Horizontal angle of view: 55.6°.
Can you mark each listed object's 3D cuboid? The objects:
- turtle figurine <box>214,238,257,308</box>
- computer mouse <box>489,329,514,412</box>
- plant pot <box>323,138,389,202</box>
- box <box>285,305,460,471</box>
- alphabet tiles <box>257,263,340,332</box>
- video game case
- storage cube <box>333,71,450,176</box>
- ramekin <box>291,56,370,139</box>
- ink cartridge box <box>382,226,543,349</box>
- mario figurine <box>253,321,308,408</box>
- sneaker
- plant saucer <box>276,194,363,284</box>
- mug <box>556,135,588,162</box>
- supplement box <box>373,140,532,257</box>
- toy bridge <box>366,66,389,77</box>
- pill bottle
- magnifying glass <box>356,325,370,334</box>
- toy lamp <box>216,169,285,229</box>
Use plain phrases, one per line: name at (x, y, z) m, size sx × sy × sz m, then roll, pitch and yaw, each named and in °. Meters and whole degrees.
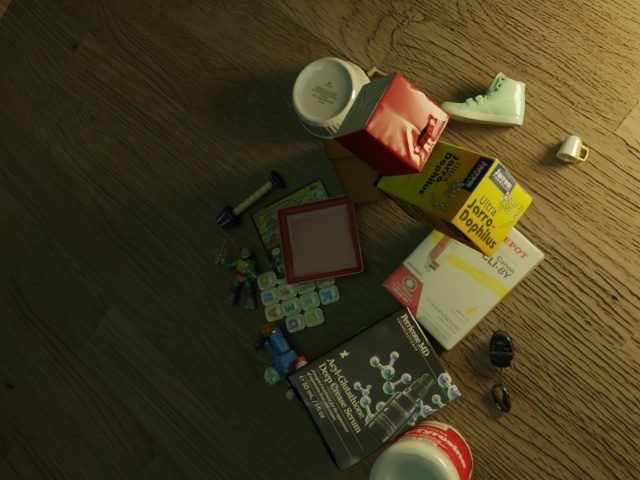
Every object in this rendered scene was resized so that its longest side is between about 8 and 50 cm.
turtle figurine at (-0.269, 0.111, 2.077) m, size 0.175 × 0.118 × 0.234 m, roll 12°, pitch 106°, yaw 36°
computer mouse at (0.538, 0.384, 1.788) m, size 0.071 × 0.041 × 0.242 m, roll 0°, pitch 92°, yaw 30°
plant pot at (0.166, -0.232, 1.865) m, size 0.291 × 0.291 × 0.203 m, roll -6°, pitch 99°, yaw 21°
box at (0.141, 0.418, 1.746) m, size 0.395 × 0.212 × 0.293 m, roll -30°, pitch 82°, yaw -11°
alphabet tiles at (-0.080, 0.159, 2.050) m, size 0.278 × 0.021 × 0.284 m, roll -19°, pitch 79°, yaw 19°
video game case at (-0.071, -0.040, 2.038) m, size 0.275 × 0.035 × 0.248 m, roll -27°, pitch 77°, yaw 9°
storage cube at (0.185, -0.300, 1.597) m, size 0.193 × 0.215 × 0.184 m, roll 33°, pitch 80°, yaw -20°
ramekin at (0.029, -0.478, 2.005) m, size 0.273 × 0.127 × 0.273 m, roll -2°, pitch 84°, yaw 21°
ink cartridge box at (0.419, 0.087, 1.788) m, size 0.279 × 0.160 × 0.385 m, roll 46°, pitch 101°, yaw 18°
mario figurine at (-0.110, 0.424, 1.952) m, size 0.170 × 0.198 × 0.320 m, roll -43°, pitch 68°, yaw -2°
sneaker at (0.490, -0.435, 1.840) m, size 0.256 × 0.094 × 0.151 m, roll 9°, pitch 94°, yaw 12°
plant saucer at (0.000, 0.000, 1.971) m, size 0.259 × 0.048 × 0.258 m, roll -11°, pitch 80°, yaw 13°
mug at (0.731, -0.265, 1.762) m, size 0.062 × 0.078 × 0.064 m, roll 15°, pitch 81°, yaw 54°
supplement box at (0.345, -0.133, 1.641) m, size 0.195 × 0.194 × 0.356 m, roll -55°, pitch 35°, yaw 0°
toy bridge at (0.227, -0.494, 1.984) m, size 0.063 × 0.026 × 0.188 m, roll -36°, pitch 75°, yaw 13°
pill bottle at (0.291, 0.626, 1.659) m, size 0.229 × 0.407 × 0.229 m, roll -2°, pitch 85°, yaw 20°
magnifying glass at (0.204, 0.365, 1.921) m, size 0.231 × 0.026 × 0.092 m, roll 43°, pitch 101°, yaw 18°
toy lamp at (-0.247, -0.135, 2.112) m, size 0.274 × 0.080 × 0.080 m, roll -35°, pitch 74°, yaw 12°
